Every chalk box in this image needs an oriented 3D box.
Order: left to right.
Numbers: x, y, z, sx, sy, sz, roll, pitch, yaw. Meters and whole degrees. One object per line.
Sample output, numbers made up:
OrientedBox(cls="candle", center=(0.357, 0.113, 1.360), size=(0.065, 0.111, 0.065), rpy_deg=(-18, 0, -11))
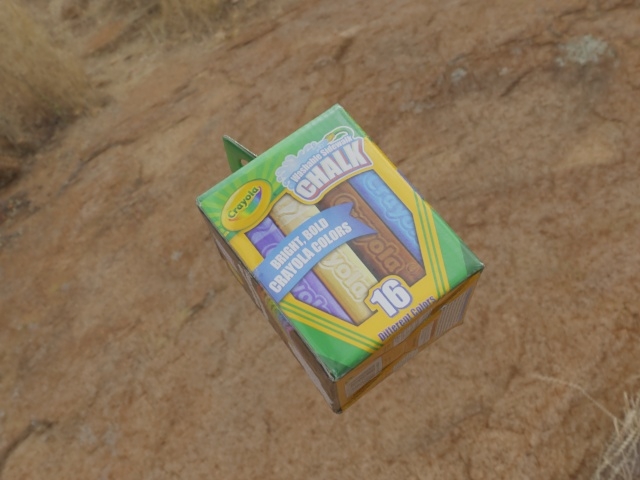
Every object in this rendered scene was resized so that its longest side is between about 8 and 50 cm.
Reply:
OrientedBox(cls="chalk box", center=(0.000, 0.000, 0.851), size=(0.179, 0.180, 0.289), rpy_deg=(-35, 71, -10))
